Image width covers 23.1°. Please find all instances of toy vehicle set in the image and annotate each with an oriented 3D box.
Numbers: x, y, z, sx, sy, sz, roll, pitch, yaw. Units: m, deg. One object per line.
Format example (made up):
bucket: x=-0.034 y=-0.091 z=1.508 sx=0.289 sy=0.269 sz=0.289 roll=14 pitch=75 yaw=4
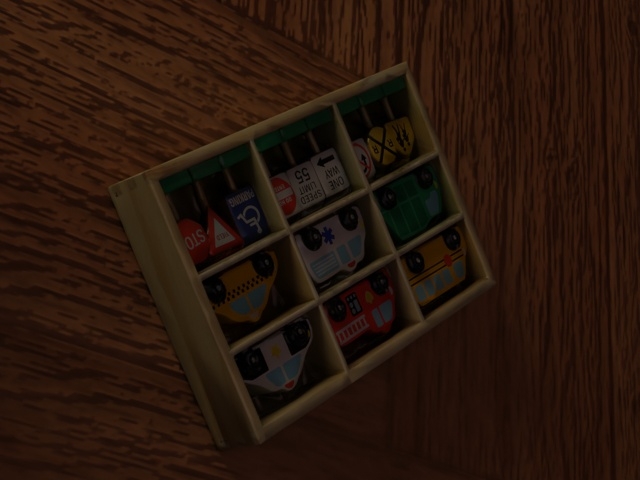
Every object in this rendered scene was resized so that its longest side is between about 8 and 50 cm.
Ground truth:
toy vehicle set: x=0.000 y=0.000 z=0.973 sx=0.267 sy=0.035 sz=0.166 roll=-29 pitch=97 yaw=-48
